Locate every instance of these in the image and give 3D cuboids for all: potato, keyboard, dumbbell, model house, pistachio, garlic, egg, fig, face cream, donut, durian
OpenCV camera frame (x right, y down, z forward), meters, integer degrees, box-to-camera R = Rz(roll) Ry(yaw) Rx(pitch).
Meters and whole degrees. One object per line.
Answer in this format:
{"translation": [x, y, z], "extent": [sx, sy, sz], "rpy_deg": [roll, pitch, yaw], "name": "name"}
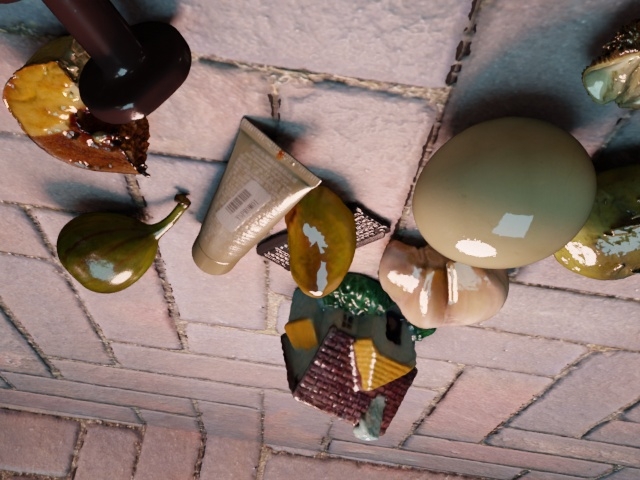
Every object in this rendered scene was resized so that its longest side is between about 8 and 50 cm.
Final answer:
{"translation": [0.420, -0.026, 0.927], "extent": [0.248, 0.143, 0.169], "rpy_deg": [-10, 171, 21], "name": "potato"}
{"translation": [0.000, 0.001, 1.221], "extent": [0.106, 0.016, 0.262], "rpy_deg": [29, 145, -32], "name": "keyboard"}
{"translation": [-0.244, -0.237, 0.744], "extent": [0.124, 0.140, 0.225], "rpy_deg": [41, 171, 37], "name": "dumbbell"}
{"translation": [0.064, 0.242, 1.396], "extent": [0.280, 0.248, 0.230], "rpy_deg": [30, 144, -33], "name": "model house"}
{"translation": [0.002, -0.005, 1.113], "extent": [0.110, 0.100, 0.189], "rpy_deg": [-7, 112, -3], "name": "pistachio"}
{"translation": [0.215, 0.091, 1.235], "extent": [0.217, 0.110, 0.228], "rpy_deg": [-2, 149, 11], "name": "garlic"}
{"translation": [0.222, -0.057, 0.888], "extent": [0.186, 0.186, 0.242], "rpy_deg": [27, 156, -30], "name": "egg"}
{"translation": [-0.320, -0.012, 1.224], "extent": [0.259, 0.151, 0.151], "rpy_deg": [-29, 140, 9], "name": "fig"}
{"translation": [-0.119, -0.049, 1.104], "extent": [0.137, 0.084, 0.341], "rpy_deg": [40, 144, -1], "name": "face cream"}
{"translation": [-0.316, -0.178, 0.925], "extent": [0.141, 0.085, 0.217], "rpy_deg": [1, 149, 14], "name": "donut"}
{"translation": [0.331, -0.192, 0.733], "extent": [0.110, 0.071, 0.140], "rpy_deg": [7, 167, 15], "name": "durian"}
